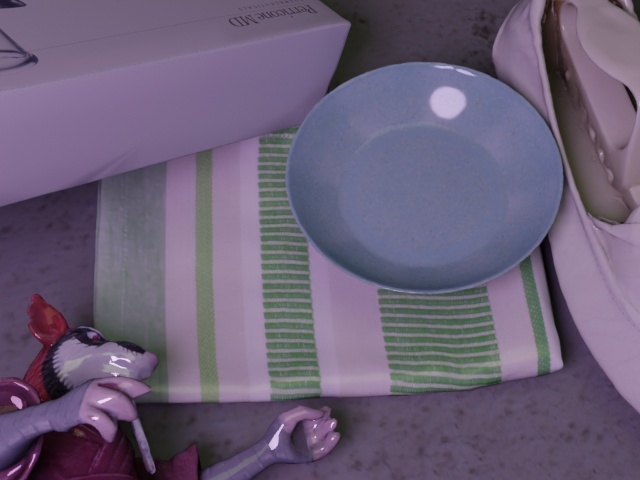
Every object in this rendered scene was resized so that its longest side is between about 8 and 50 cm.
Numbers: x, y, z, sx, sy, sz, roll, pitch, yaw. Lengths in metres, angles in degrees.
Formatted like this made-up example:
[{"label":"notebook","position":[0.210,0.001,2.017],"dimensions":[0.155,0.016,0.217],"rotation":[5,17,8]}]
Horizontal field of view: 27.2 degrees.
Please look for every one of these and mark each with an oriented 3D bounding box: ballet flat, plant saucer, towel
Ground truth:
[{"label":"ballet flat","position":[0.224,-0.037,0.928],"dimensions":[0.139,0.139,0.400],"rotation":[-11,62,-14]},{"label":"plant saucer","position":[0.073,-0.040,0.937],"dimensions":[0.195,0.037,0.195],"rotation":[-2,60,3]},{"label":"towel","position":[0.000,0.000,0.955],"dimensions":[0.325,0.038,0.248],"rotation":[-1,58,-8]}]

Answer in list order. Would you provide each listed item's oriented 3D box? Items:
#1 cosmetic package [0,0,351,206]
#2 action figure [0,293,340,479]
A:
[{"label":"cosmetic package","position":[-0.209,-0.157,0.901],"dimensions":[0.377,0.097,0.284],"rotation":[-21,53,-44]},{"label":"action figure","position":[-0.132,0.198,0.760],"dimensions":[0.276,0.248,0.370],"rotation":[-38,48,16]}]
